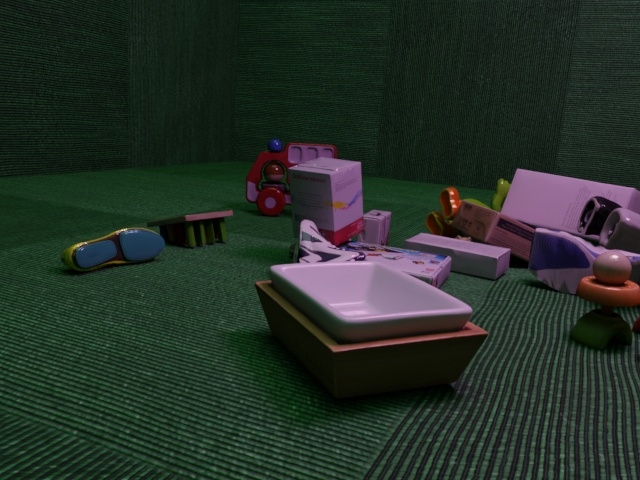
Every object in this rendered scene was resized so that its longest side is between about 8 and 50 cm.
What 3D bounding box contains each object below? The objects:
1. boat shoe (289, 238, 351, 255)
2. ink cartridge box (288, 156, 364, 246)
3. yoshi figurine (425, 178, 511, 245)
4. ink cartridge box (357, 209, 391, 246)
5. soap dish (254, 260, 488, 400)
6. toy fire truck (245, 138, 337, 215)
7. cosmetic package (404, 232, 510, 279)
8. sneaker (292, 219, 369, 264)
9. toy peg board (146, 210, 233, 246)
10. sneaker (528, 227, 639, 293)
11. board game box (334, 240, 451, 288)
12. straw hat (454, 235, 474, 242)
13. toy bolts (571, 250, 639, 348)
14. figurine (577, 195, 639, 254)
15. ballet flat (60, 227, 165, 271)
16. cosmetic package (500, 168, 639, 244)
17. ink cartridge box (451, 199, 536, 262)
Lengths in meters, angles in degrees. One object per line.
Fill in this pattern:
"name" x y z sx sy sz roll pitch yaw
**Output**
"boat shoe" 0.000 0.000 1.512 0.190 0.072 0.068 -8 17 -43
"ink cartridge box" 0.015 -0.097 1.416 0.128 0.176 0.127 14 28 36
"yoshi figurine" 0.511 -0.092 1.857 0.362 0.203 0.203 3 5 -21
"ink cartridge box" 0.145 -0.024 1.612 0.056 0.099 0.135 9 14 17
"soap dish" 0.057 0.118 0.871 0.229 0.118 0.291 -2 14 -25
"toy fire truck" -0.101 -0.215 2.053 0.302 0.253 0.169 5 12 2
"cosmetic package" 0.333 0.037 1.478 0.239 0.060 0.099 12 16 33
"sneaker" 0.026 0.042 1.224 0.153 0.094 0.235 10 24 -8
"toy peg board" -0.334 -0.025 1.560 0.161 0.079 0.161 -6 3 38
"sneaker" 0.639 0.062 1.370 0.316 0.127 0.182 17 12 21
"board game box" 0.122 0.055 1.342 0.305 0.053 0.193 9 14 22
"straw hat" 0.378 0.018 1.587 0.145 0.061 0.144 5 12 -1
"toy bolts" 0.575 0.105 1.008 0.229 0.158 0.218 -3 14 -32
"figurine" 0.693 -0.012 1.279 0.209 0.092 0.215 17 15 0
"ballet flat" -0.447 0.019 1.288 0.077 0.077 0.231 -8 4 38
"cosmetic package" 0.706 -0.076 1.636 0.197 0.155 0.365 18 2 -33
"ink cartridge box" 0.489 -0.022 1.616 0.193 0.088 0.234 21 7 -14
